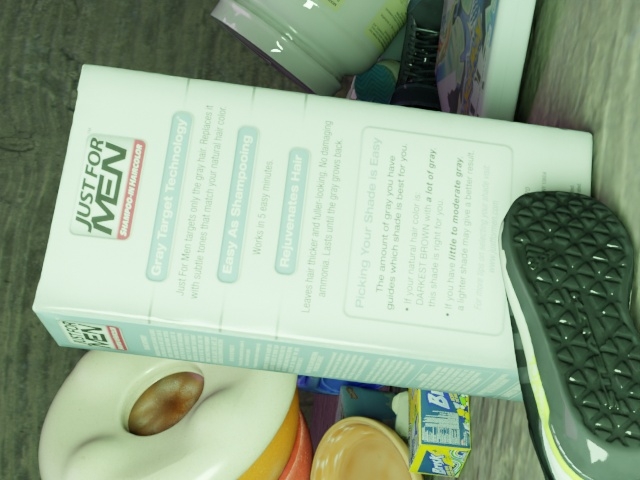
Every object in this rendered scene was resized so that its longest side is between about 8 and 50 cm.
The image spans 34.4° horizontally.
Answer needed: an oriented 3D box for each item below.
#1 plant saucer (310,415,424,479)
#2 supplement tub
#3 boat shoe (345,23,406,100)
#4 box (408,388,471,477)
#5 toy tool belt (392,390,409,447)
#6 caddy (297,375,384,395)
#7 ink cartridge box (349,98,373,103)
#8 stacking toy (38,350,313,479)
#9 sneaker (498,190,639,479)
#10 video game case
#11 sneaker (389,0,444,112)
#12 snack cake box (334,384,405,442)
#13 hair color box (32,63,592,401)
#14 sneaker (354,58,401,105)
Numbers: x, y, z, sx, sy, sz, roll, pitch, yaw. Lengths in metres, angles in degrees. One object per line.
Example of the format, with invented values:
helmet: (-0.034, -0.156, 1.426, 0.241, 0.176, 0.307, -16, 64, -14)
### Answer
plant saucer: (0.062, 0.307, 1.227, 0.200, 0.037, 0.199, -1, 88, 51)
supplement tub: (0.028, -0.370, 1.380, 0.324, 0.235, 0.235, -53, 6, 3)
boat shoe: (0.105, -0.246, 1.618, 0.156, 0.136, 0.367, -87, 9, -53)
box: (0.123, 0.159, 1.087, 0.059, 0.054, 0.168, 101, 176, -47)
toy tool belt: (0.113, 0.225, 1.253, 0.051, 0.052, 0.083, 31, -115, -55)
caddy: (0.012, 0.111, 1.524, 0.341, 0.241, 0.179, 102, -179, -53)
ink cartridge box: (0.102, -0.108, 1.232, 0.109, 0.151, 0.063, -89, 11, -61)
stacking toy: (-0.116, 0.340, 1.386, 0.350, 0.351, 0.479, -87, -25, -50)
sneaker: (0.146, 0.069, 0.634, 0.097, 0.084, 0.234, 99, 176, -45)
video game case: (0.163, -0.232, 1.054, 0.300, 0.036, 0.329, -91, 3, -50)
sneaker: (0.135, -0.213, 1.325, 0.226, 0.086, 0.163, 90, -167, -61)
snack cake box: (0.066, 0.315, 1.428, 0.264, 0.089, 0.152, -101, 21, -79)
hair color box: (0.000, 0.000, 0.763, 0.113, 0.375, 0.185, 107, 170, -71)
sneaker: (0.118, -0.149, 1.494, 0.092, 0.087, 0.228, -34, -62, -55)
